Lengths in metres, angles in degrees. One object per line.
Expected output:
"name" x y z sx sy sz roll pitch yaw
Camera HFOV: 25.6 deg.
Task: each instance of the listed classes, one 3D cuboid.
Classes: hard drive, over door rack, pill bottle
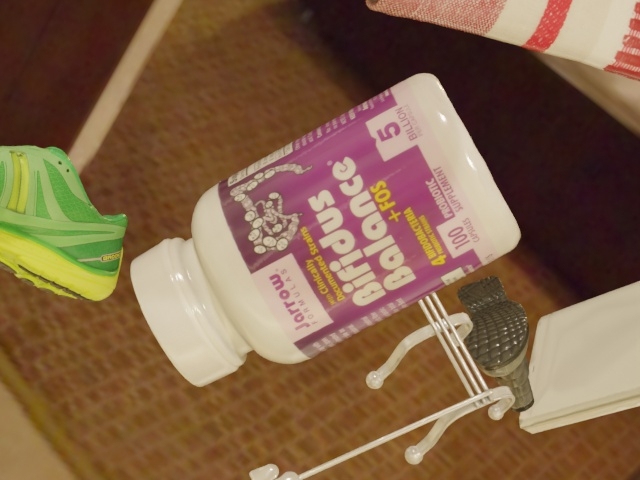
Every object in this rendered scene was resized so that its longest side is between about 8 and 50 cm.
"hard drive" 0.434 0.176 2.177 0.040 0.307 0.203 27 61 -22
"over door rack" 0.028 0.154 1.643 0.324 0.108 0.239 -17 57 -17
"pill bottle" 0.000 0.000 1.182 0.169 0.301 0.169 60 7 -12

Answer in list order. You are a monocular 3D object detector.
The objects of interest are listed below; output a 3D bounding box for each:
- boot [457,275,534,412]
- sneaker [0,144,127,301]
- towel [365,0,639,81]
"boot" 0.248 0.157 1.840 0.246 0.083 0.161 -90 158 -70
"sneaker" -0.309 -0.048 1.362 0.295 0.109 0.123 37 64 -37
"towel" 0.202 -0.177 0.638 0.329 0.237 0.037 11 22 -25
